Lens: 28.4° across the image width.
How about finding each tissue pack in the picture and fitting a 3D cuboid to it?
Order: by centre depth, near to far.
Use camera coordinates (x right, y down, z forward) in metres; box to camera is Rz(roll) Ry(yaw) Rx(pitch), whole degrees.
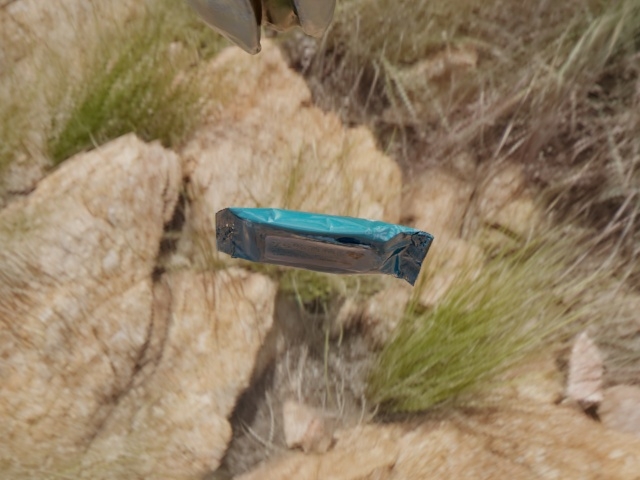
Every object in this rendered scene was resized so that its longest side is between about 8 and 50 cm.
[{"bbox_3d":[0.000,0.000,0.821,0.138,0.085,0.028,5,69,-2],"label":"tissue pack"}]

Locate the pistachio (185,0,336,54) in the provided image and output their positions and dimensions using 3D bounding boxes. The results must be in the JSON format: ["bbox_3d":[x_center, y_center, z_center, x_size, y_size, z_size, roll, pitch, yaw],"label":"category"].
[{"bbox_3d":[-0.046,-0.207,0.765,0.126,0.223,0.152,-18,46,1],"label":"pistachio"}]
